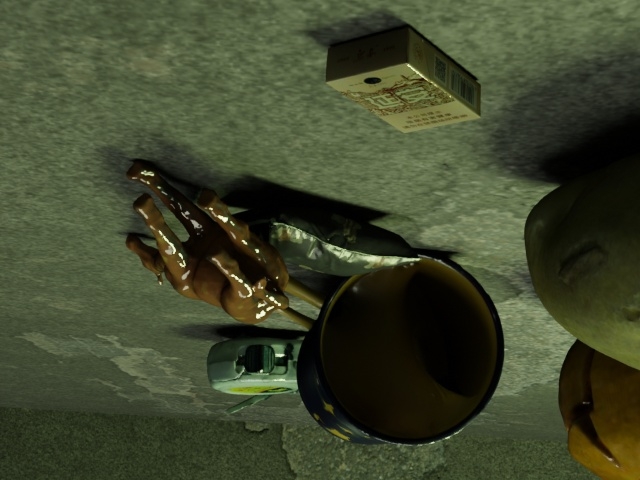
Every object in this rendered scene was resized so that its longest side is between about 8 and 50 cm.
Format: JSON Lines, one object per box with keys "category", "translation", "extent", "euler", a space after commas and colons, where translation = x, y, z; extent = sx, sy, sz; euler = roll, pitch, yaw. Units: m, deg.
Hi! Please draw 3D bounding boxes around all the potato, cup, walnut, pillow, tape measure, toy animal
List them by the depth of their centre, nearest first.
{"category": "potato", "translation": [0.236, 0.013, 0.666], "extent": [0.178, 0.160, 0.235], "euler": [39, 156, -32]}
{"category": "toy animal", "translation": [-0.110, 0.011, 0.847], "extent": [0.224, 0.066, 0.230], "euler": [28, 163, 25]}
{"category": "pillow", "translation": [0.000, 0.001, 0.854], "extent": [0.150, 0.048, 0.090], "euler": [14, 157, -32]}
{"category": "walnut", "translation": [0.378, 0.130, 0.986], "extent": [0.209, 0.209, 0.336], "euler": [17, 147, -41]}
{"category": "cup", "translation": [0.043, 0.089, 1.056], "extent": [0.178, 0.255, 0.256], "euler": [-32, 174, -13]}
{"category": "tape measure", "translation": [-0.113, 0.194, 1.509], "extent": [0.163, 0.084, 0.330], "euler": [13, 161, -23]}

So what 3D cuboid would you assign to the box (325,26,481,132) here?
{"category": "box", "translation": [0.048, -0.087, 0.572], "extent": [0.053, 0.024, 0.083], "euler": [-8, 162, 36]}
